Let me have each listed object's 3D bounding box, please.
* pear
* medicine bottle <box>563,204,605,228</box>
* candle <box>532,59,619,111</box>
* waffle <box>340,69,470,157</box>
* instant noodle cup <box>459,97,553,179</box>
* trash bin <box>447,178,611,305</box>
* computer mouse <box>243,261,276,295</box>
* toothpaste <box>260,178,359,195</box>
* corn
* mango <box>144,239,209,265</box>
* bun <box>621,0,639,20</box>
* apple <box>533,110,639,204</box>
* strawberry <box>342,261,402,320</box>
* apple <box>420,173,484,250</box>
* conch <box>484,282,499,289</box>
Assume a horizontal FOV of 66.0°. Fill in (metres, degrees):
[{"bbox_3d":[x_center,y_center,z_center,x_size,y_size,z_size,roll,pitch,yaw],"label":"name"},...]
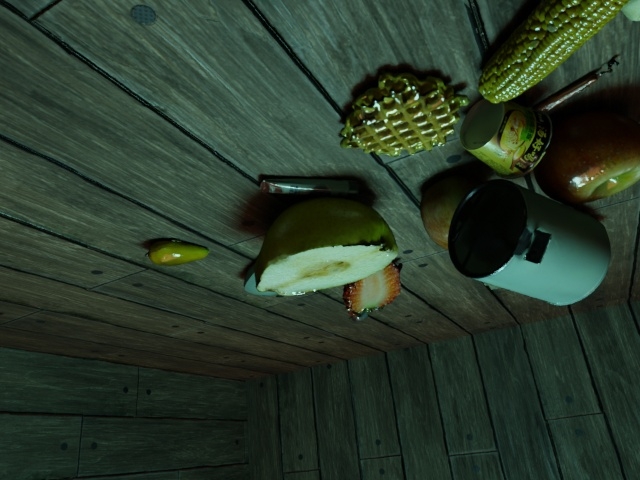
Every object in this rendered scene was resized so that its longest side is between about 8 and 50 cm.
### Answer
[{"bbox_3d":[0.000,0.000,1.291,0.386,0.191,0.340,-20,156,28],"label":"pear"},{"bbox_3d":[0.788,-0.044,1.506,0.216,0.090,0.090,12,150,-36],"label":"medicine bottle"},{"bbox_3d":[0.498,-0.297,0.965,0.026,0.021,0.167,34,139,-24],"label":"candle"},{"bbox_3d":[0.163,-0.238,0.984,0.237,0.059,0.243,-2,158,-16],"label":"waffle"},{"bbox_3d":[0.362,-0.213,0.986,0.122,0.151,0.151,20,146,-24],"label":"instant noodle cup"},{"bbox_3d":[0.448,0.008,1.069,0.262,0.217,0.277,17,-171,-24],"label":"trash bin"},{"bbox_3d":[-0.149,0.119,1.635,0.159,0.097,0.288,13,150,-31],"label":"computer mouse"},{"bbox_3d":[-0.026,-0.129,1.189,0.239,0.039,0.062,1,162,-10],"label":"toothpaste"},{"bbox_3d":[0.364,-0.324,0.776,0.102,0.102,0.313,2,155,-18],"label":"corn"},{"bbox_3d":[-0.417,0.040,1.440,0.187,0.066,0.101,1,157,-37],"label":"mango"},{"bbox_3d":[0.496,-0.378,0.718,0.115,0.069,0.115,-14,173,-2],"label":"bun"},{"bbox_3d":[0.580,-0.183,1.063,0.234,0.173,0.210,-3,149,-25],"label":"apple"},{"bbox_3d":[0.175,0.126,1.729,0.233,0.138,0.306,-18,134,-20],"label":"strawberry"},{"bbox_3d":[0.349,-0.067,1.250,0.188,0.174,0.188,-5,153,-3],"label":"apple"},{"bbox_3d":[0.606,0.089,1.673,0.291,0.159,0.210,-4,154,-10],"label":"conch"}]
